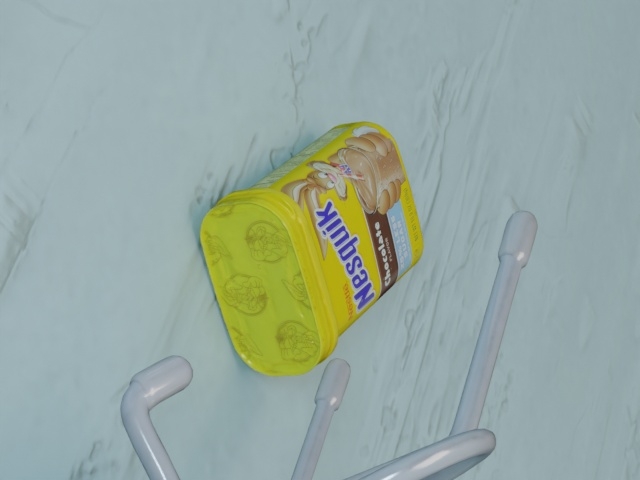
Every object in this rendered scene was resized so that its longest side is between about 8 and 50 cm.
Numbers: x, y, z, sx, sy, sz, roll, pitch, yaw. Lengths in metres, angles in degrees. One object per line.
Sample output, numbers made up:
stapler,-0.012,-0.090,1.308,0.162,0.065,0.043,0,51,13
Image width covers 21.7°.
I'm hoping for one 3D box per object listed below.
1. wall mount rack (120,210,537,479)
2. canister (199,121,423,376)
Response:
wall mount rack,-0.016,0.116,0.907,0.304,0.350,0.130,-16,73,-41
canister,0.000,0.000,1.146,0.170,0.073,0.126,-40,119,-53
